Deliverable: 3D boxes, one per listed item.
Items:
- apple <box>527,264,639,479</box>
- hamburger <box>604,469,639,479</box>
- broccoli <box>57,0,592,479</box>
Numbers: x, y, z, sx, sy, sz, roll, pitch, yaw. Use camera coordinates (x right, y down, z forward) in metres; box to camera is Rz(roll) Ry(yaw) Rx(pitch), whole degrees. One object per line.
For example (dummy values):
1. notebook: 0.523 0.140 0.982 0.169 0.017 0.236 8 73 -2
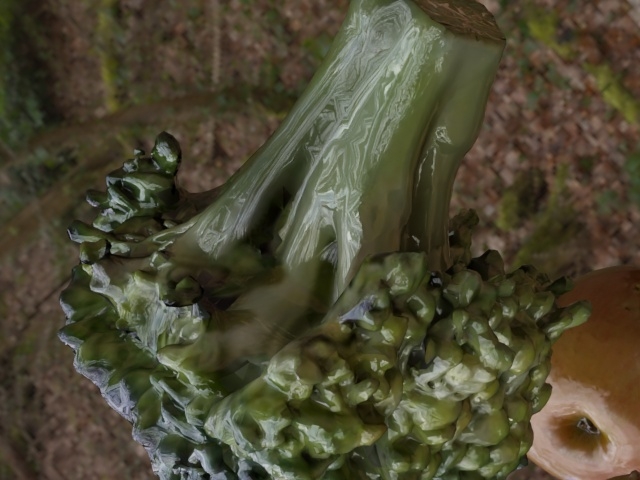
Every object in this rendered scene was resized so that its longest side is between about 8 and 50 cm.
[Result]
1. apple: 0.230 0.109 1.027 0.199 0.199 0.199 45 169 12
2. hamburger: 0.181 0.233 0.648 0.243 0.146 0.286 65 167 1
3. broccoli: 0.000 0.000 0.588 0.247 0.243 0.263 28 -159 16
